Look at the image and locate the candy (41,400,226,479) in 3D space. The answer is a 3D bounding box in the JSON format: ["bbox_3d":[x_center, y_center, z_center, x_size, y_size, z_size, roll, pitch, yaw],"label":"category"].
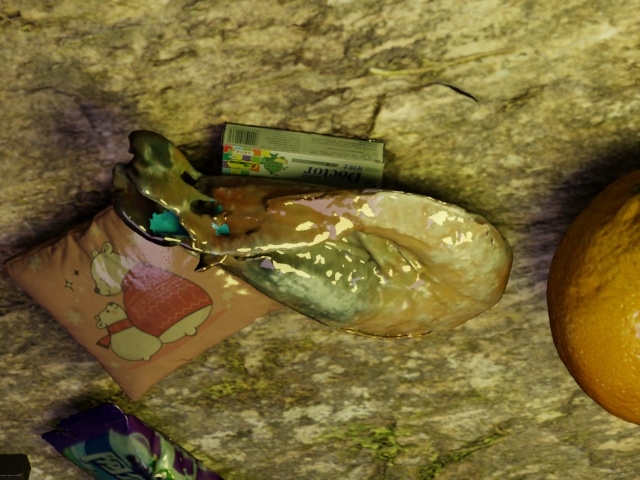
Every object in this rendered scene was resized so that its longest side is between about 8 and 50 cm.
[{"bbox_3d":[-0.202,0.284,1.797,0.145,0.070,0.275,-26,128,35],"label":"candy"}]

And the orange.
[{"bbox_3d":[0.344,0.052,1.431,0.264,0.264,0.264,2,132,2],"label":"orange"}]

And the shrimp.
[{"bbox_3d":[0.000,0.000,1.472,0.445,0.110,0.221,17,141,-26],"label":"shrimp"}]

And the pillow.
[{"bbox_3d":[-0.184,0.050,1.564,0.236,0.084,0.223,-28,118,21],"label":"pillow"}]

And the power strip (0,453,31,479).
[{"bbox_3d":[-0.417,0.287,1.830,0.111,0.038,0.029,-2,131,3],"label":"power strip"}]

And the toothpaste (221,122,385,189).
[{"bbox_3d":[-0.018,-0.083,1.470,0.164,0.034,0.046,7,136,-3],"label":"toothpaste"}]
